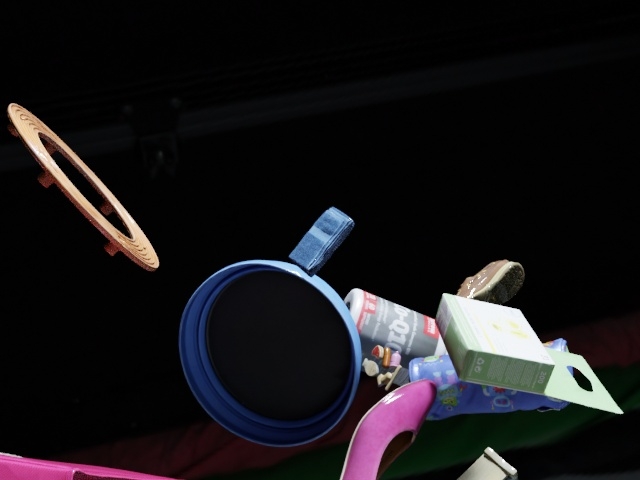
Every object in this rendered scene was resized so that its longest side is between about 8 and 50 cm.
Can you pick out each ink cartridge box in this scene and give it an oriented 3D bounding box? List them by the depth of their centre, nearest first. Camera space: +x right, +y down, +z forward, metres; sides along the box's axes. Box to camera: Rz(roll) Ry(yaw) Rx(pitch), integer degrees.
[{"bbox_3d":[0.286,0.152,1.315,0.235,0.171,0.056,12,-70,-9],"label":"ink cartridge box"}]

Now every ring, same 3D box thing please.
[{"bbox_3d":[-0.374,-0.076,1.503,0.032,0.336,0.336,-41,-41,0],"label":"ring"}]

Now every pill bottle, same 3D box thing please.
[{"bbox_3d":[0.172,0.226,2.062,0.283,0.161,0.161,22,-51,-8],"label":"pill bottle"}]

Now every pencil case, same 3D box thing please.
[{"bbox_3d":[0.317,0.263,1.772,0.306,0.119,0.133,-9,-81,14],"label":"pencil case"}]

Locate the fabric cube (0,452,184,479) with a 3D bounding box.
[{"bbox_3d":[-0.350,0.394,1.166,0.258,0.259,0.254,0,-17,24],"label":"fabric cube"}]

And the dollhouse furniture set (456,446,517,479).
[{"bbox_3d":[0.308,0.473,1.604,0.129,0.183,0.129,-39,-37,-17],"label":"dollhouse furniture set"}]

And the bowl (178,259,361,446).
[{"bbox_3d":[-0.100,0.224,1.959,0.391,0.391,0.077,-41,-3,24],"label":"bowl"}]

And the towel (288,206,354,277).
[{"bbox_3d":[0.000,0.000,1.624,0.119,0.067,0.029,-51,-42,-4],"label":"towel"}]

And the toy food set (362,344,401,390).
[{"bbox_3d":[0.127,0.243,1.874,0.019,0.122,0.078,26,-79,-26],"label":"toy food set"}]

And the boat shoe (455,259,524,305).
[{"bbox_3d":[0.252,0.093,1.555,0.178,0.060,0.064,-37,-58,-23],"label":"boat shoe"}]

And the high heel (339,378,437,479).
[{"bbox_3d":[0.099,0.378,1.454,0.377,0.181,0.127,-44,-29,-22],"label":"high heel"}]
